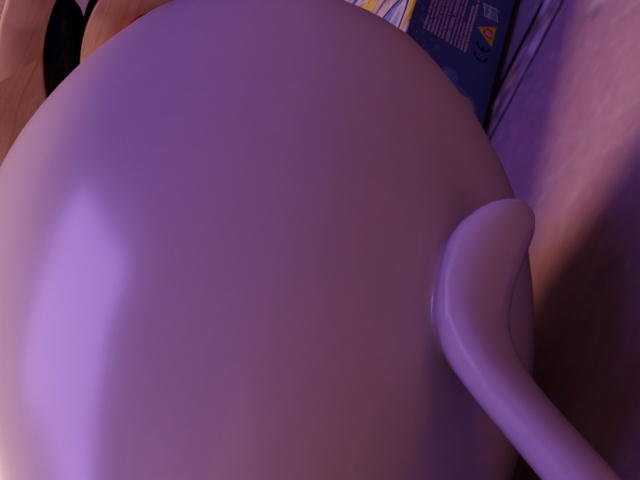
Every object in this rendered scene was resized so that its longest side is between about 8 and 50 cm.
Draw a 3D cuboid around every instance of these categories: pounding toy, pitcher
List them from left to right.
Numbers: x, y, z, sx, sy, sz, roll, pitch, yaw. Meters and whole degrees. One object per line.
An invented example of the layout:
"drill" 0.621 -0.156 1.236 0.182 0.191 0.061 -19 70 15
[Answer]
"pounding toy" -0.091 -0.140 1.007 0.155 0.154 0.269 -115 36 -73
"pitcher" 0.000 0.042 0.373 0.177 0.125 0.207 -24 45 35

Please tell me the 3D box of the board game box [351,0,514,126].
"board game box" 0.000 0.000 0.589 0.136 0.035 0.201 -46 20 47
